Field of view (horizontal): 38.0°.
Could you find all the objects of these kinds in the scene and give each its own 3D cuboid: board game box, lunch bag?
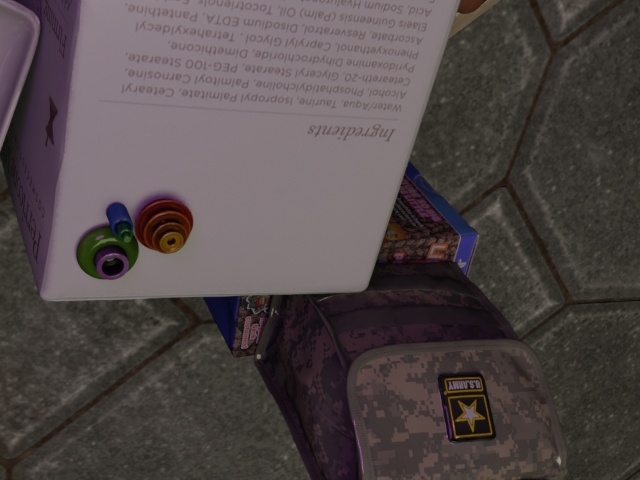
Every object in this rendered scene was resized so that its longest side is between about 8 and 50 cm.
[{"bbox_3d":[0.000,0.000,1.135,0.291,0.232,0.141,-5,125,-24],"label":"board game box"},{"bbox_3d":[0.092,0.153,0.947,0.235,0.287,0.169,0,124,-27],"label":"lunch bag"}]

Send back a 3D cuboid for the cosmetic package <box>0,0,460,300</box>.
[{"bbox_3d":[-0.107,-0.193,0.878,0.327,0.329,0.394,0,122,-27],"label":"cosmetic package"}]

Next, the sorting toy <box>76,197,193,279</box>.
[{"bbox_3d":[-0.150,0.003,0.751,0.102,0.042,0.061,-32,130,-1],"label":"sorting toy"}]

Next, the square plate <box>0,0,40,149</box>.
[{"bbox_3d":[-0.440,-0.118,0.842,0.344,0.049,0.347,26,113,2],"label":"square plate"}]

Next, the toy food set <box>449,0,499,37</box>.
[{"bbox_3d":[0.172,-0.333,1.093,0.128,0.071,0.218,-31,131,-4],"label":"toy food set"}]
